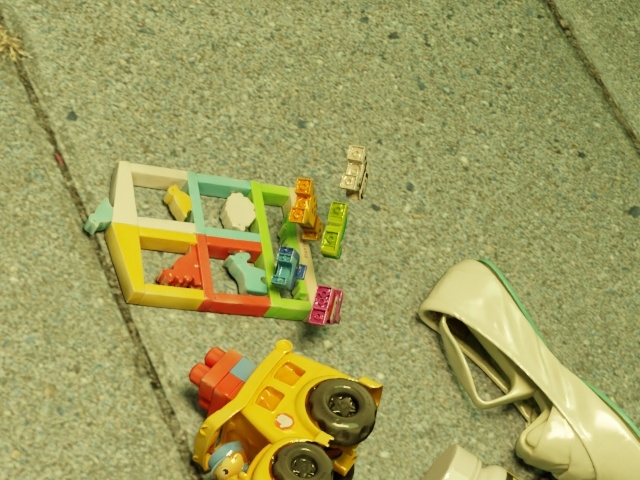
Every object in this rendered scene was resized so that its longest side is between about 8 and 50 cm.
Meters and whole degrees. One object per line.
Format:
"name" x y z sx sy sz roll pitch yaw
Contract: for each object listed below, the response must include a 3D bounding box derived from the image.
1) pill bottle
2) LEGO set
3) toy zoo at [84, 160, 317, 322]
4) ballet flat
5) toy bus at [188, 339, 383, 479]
"pill bottle" 0.213 0.336 1.644 0.208 0.119 0.119 36 46 -3
"LEGO set" 0.000 0.000 1.750 0.087 0.093 0.227 10 75 17
"toy zoo" -0.148 0.000 1.741 0.293 0.030 0.192 7 53 -27
"ballet flat" 0.267 0.201 1.793 0.139 0.139 0.400 -23 66 -41
"toy bus" -0.065 0.216 1.561 0.211 0.149 0.220 30 47 10
